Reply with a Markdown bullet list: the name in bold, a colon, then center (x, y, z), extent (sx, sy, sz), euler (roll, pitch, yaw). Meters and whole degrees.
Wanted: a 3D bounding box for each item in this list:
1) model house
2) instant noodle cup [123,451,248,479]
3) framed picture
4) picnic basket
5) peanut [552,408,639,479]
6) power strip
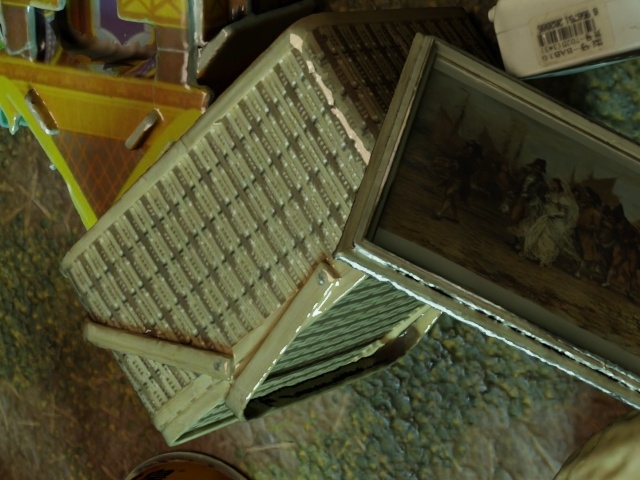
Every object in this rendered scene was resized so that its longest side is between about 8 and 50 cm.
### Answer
- **model house**: center (-0.198, -0.151, 1.238), extent (0.357, 0.242, 0.313), euler (11, 110, 26)
- **instant noodle cup**: center (-0.147, 0.302, 1.349), extent (0.215, 0.172, 0.216), euler (8, 104, 31)
- **framed picture**: center (0.155, -0.007, 0.986), extent (0.274, 0.217, 0.017), euler (26, 137, -7)
- **picnic basket**: center (0.000, 0.000, 1.148), extent (0.313, 0.228, 0.175), euler (-41, 74, 33)
- **peanut**: center (0.258, 0.166, 1.055), extent (0.313, 0.152, 0.152), euler (-32, 82, 34)
- **power strip**: center (0.259, -0.160, 1.008), extent (0.338, 0.098, 0.058), euler (-13, 89, 36)
